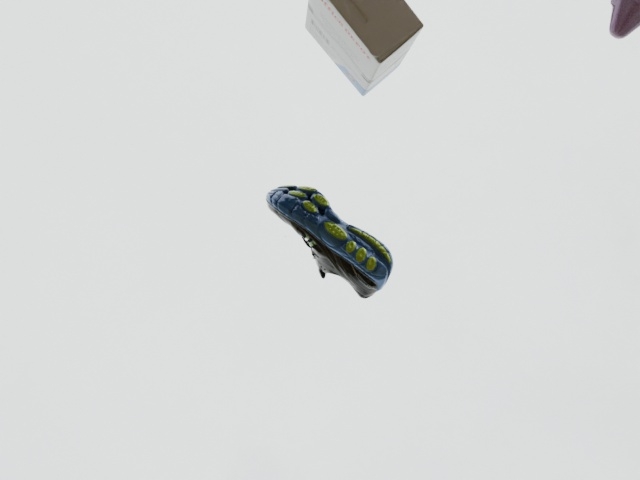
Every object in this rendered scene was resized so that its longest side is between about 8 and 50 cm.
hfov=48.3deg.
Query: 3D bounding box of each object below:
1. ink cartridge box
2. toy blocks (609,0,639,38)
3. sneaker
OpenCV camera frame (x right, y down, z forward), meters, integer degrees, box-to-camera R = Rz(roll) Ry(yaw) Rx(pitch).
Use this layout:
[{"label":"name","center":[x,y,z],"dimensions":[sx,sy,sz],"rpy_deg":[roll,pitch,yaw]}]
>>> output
[{"label":"ink cartridge box","center":[0.057,-0.310,1.029],"dimensions":[0.086,0.203,0.148],"rpy_deg":[-39,-88,-4]},{"label":"toy blocks","center":[0.300,-0.299,0.602],"dimensions":[0.288,0.309,0.260],"rpy_deg":[39,-65,24]},{"label":"sneaker","center":[0.000,0.000,0.832],"dimensions":[0.188,0.078,0.067],"rpy_deg":[40,-137,23]}]
